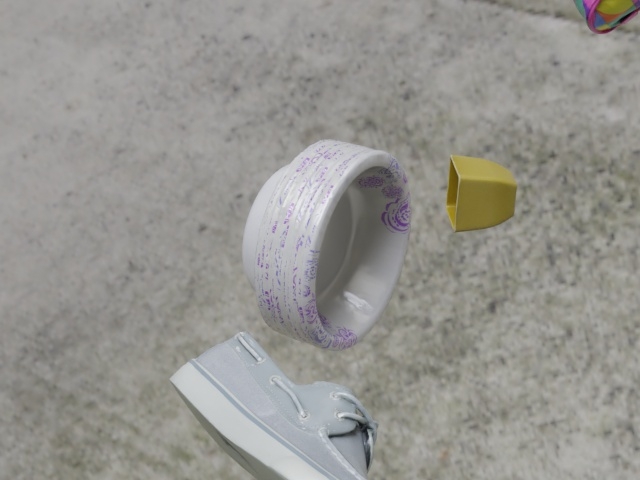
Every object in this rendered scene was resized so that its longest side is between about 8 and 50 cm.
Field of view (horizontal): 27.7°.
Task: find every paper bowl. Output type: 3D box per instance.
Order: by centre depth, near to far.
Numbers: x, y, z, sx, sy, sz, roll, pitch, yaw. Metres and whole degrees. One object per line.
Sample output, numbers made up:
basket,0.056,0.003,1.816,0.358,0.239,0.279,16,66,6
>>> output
paper bowl,0.000,0.000,1.800,0.148,0.284,0.284,17,50,30

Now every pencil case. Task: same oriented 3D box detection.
pencil case,0.333,-0.372,1.662,0.104,0.104,0.236,-22,58,-2

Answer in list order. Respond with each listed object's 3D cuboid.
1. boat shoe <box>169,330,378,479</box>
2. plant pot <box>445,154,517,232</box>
boat shoe,-0.010,0.119,0.814,0.081,0.079,0.227,-42,41,-14
plant pot,0.215,-0.062,1.718,0.083,0.081,0.081,1,26,-4
